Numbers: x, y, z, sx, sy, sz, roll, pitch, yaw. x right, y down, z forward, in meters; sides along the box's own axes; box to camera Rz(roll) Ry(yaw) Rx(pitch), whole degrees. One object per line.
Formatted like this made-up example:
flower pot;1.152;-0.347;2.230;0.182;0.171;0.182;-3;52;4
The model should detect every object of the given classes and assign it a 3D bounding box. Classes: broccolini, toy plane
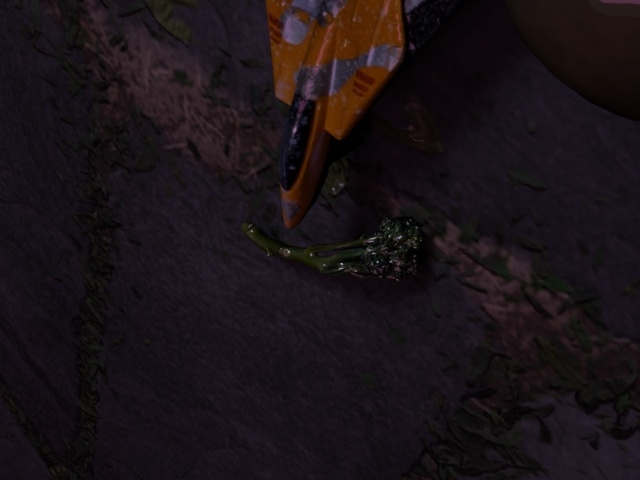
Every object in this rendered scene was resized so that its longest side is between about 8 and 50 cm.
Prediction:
broccolini;-0.004;0.003;0.844;0.194;0.052;0.054;9;119;41
toy plane;0.018;-0.130;0.698;0.204;0.103;0.316;36;144;23

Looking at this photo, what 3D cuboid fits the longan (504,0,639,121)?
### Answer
longan;0.171;-0.137;0.481;0.189;0.189;0.189;25;133;30
